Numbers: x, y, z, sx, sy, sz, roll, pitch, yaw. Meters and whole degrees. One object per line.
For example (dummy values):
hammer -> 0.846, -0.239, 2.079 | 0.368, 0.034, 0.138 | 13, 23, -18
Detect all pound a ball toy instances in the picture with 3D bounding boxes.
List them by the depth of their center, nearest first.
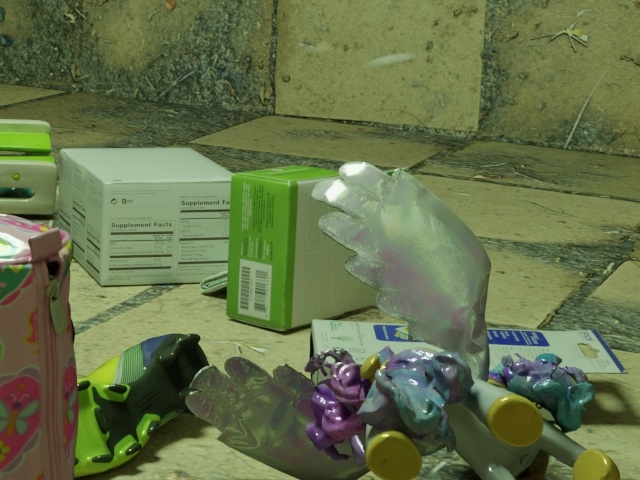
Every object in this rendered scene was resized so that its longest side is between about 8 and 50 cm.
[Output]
pound a ball toy -> -0.567, -0.078, 2.465 | 0.319, 0.135, 0.208 | 0, 39, -16

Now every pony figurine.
pony figurine -> 0.095, 0.140, 1.420 | 0.351, 0.302, 0.363 | 34, 5, -11

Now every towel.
towel -> -0.075, 0.038, 2.156 | 0.113, 0.023, 0.152 | -19, -5, 40

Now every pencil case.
pencil case -> -0.246, 0.119, 1.264 | 0.124, 0.284, 0.124 | 1, 17, 0

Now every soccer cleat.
soccer cleat -> -0.212, 0.168, 1.562 | 0.121, 0.093, 0.289 | -24, 2, 32

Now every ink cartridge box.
ink cartridge box -> 0.156, 0.142, 1.772 | 0.333, 0.065, 0.165 | 2, 13, -2
ink cartridge box -> 0.000, 0.000, 2.075 | 0.097, 0.188, 0.255 | 11, 13, 36

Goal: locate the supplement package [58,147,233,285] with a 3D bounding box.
supplement package -> -0.242, -0.039, 2.276 | 0.204, 0.145, 0.262 | -2, 14, -22

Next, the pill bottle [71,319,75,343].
pill bottle -> -0.319, 0.120, 1.603 | 0.123, 0.122, 0.219 | 5, 13, 7
